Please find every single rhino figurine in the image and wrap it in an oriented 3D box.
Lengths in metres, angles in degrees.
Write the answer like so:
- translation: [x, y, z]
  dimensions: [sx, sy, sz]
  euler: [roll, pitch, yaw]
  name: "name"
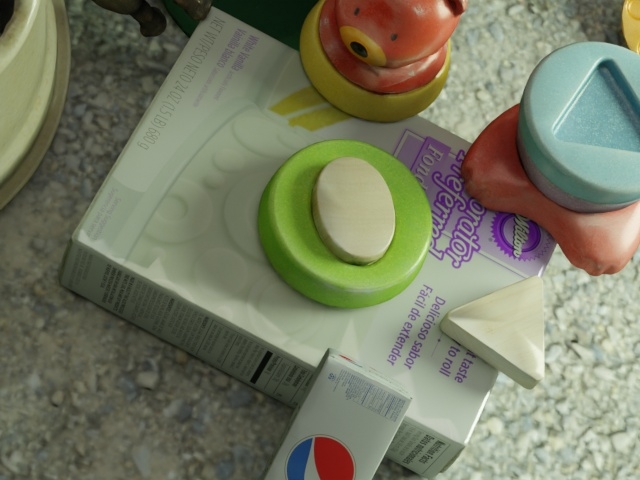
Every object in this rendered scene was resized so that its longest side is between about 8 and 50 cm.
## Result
- translation: [-0.186, -0.249, 1.567]
  dimensions: [0.073, 0.106, 0.243]
  euler: [-49, 51, 8]
  name: "rhino figurine"

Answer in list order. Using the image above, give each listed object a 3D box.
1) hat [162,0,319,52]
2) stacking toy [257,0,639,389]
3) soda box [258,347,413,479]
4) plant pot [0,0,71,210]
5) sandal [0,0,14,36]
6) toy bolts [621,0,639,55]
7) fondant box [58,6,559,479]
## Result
- translation: [-0.039, -0.269, 1.670]
  dimensions: [0.173, 0.208, 0.183]
  euler: [5, 19, 10]
  name: "hat"
- translation: [0.112, -0.069, 1.466]
  dimensions: [0.309, 0.130, 0.279]
  euler: [25, 61, -2]
  name: "stacking toy"
- translation: [-0.014, 0.187, 1.404]
  dimensions: [0.069, 0.074, 0.216]
  euler: [28, 92, -1]
  name: "soda box"
- translation: [-0.318, -0.162, 1.358]
  dimensions: [0.334, 0.305, 0.334]
  euler: [2, 83, -14]
  name: "plant pot"
- translation: [-0.336, -0.254, 1.564]
  dimensions: [0.102, 0.076, 0.265]
  euler: [-40, 95, -15]
  name: "sandal"
- translation: [0.382, -0.177, 1.645]
  dimensions: [0.218, 0.158, 0.228]
  euler: [-30, 91, 1]
  name: "toy bolts"
- translation: [0.000, 0.000, 1.531]
  dimensions: [0.330, 0.096, 0.238]
  euler: [28, 62, -2]
  name: "fondant box"
